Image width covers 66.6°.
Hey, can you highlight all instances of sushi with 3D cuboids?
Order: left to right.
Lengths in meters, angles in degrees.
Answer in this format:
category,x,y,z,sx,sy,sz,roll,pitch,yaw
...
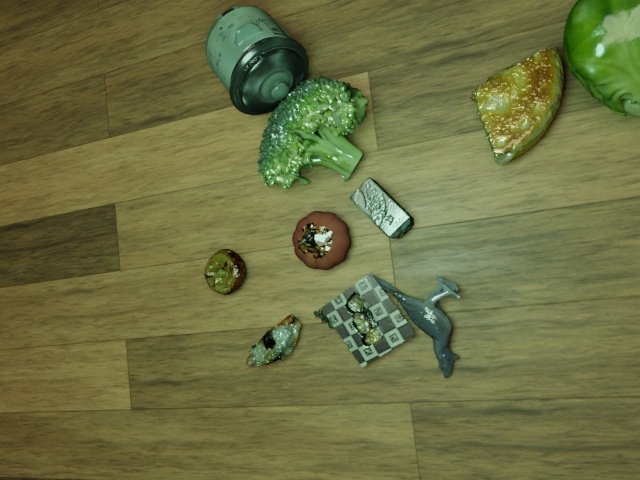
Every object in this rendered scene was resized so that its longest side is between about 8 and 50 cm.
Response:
category,x,y,z,sx,sy,sz,roll,pitch,yaw
sushi,-0.143,0.329,1.511,0.226,0.103,0.097,-43,92,15
sushi,0.141,0.229,1.425,0.192,0.050,0.215,-37,83,17

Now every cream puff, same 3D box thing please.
category,x,y,z,sx,sy,sz,roll,pitch,yaw
cream puff,-0.305,0.102,1.584,0.149,0.084,0.149,-2,85,24

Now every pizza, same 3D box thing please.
category,x,y,z,sx,sy,sz,roll,pitch,yaw
pizza,0.520,-0.371,1.309,0.226,0.086,0.335,25,95,23

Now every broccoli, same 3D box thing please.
category,x,y,z,sx,sy,sz,roll,pitch,yaw
broccoli,-0.027,-0.313,1.413,0.318,0.277,0.338,5,98,0

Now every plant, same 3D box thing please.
category,x,y,z,sx,sy,sz,roll,pitch,yaw
plant,0.025,0.239,1.477,0.102,0.051,0.051,16,93,13

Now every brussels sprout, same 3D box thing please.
category,x,y,z,sx,sy,sz,roll,pitch,yaw
brussels sprout,0.742,-0.444,1.129,0.281,0.289,0.354,-30,90,30

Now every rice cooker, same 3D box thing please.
category,x,y,z,sx,sy,sz,roll,pitch,yaw
rice cooker,-0.189,-0.534,1.463,0.264,0.316,0.316,-31,77,-8

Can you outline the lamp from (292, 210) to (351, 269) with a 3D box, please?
category,x,y,z,sx,sy,sz,roll,pitch,yaw
lamp,0.000,0.000,1.450,0.182,0.140,0.182,1,93,19

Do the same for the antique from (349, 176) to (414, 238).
category,x,y,z,sx,sy,sz,roll,pitch,yaw
antique,0.184,-0.088,1.415,0.183,0.086,0.088,46,103,15

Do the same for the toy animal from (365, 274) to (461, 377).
category,x,y,z,sx,sy,sz,roll,pitch,yaw
toy animal,0.298,0.187,1.360,0.367,0.081,0.206,50,118,14
